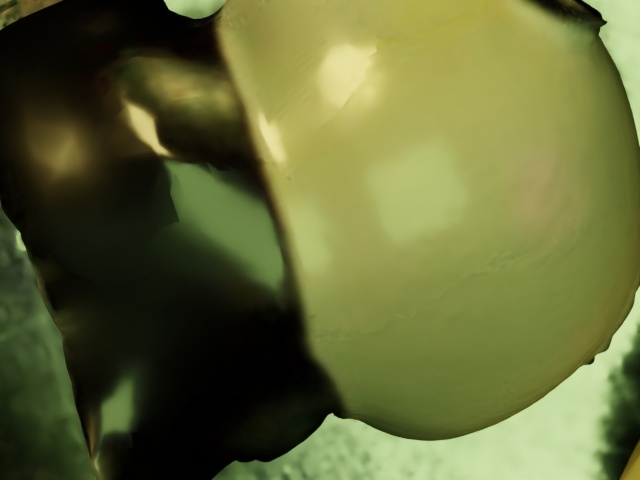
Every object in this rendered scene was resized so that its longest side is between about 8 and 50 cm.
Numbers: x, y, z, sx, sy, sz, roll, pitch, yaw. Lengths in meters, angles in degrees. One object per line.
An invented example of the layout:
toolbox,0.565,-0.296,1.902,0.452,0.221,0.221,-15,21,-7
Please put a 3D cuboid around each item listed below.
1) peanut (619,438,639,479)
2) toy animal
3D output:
peanut,0.204,0.033,0.409,0.305,0.147,0.147,-44,89,8
toy animal,0.000,0.000,0.443,0.179,0.138,0.166,-18,114,4
